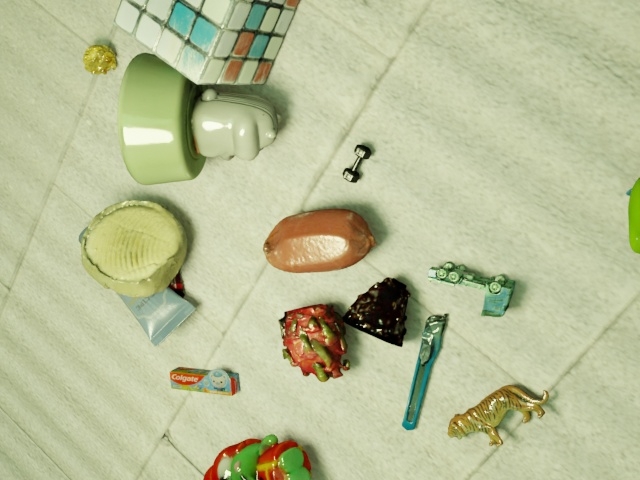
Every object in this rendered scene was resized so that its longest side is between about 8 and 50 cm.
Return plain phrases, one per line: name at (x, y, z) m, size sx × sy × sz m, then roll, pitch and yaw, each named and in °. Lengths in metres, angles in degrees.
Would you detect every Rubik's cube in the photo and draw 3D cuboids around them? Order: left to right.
Rubik's cube at (-0.227, -0.494, 1.389) m, size 0.256 × 0.253 × 0.259 m, roll 35°, pitch 112°, yaw 16°

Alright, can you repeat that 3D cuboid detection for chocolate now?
chocolate at (-0.436, 0.120, 1.748) m, size 0.182 × 0.028 × 0.086 m, roll -4°, pitch 96°, yaw 29°
chocolate at (0.139, 0.145, 1.438) m, size 0.156 × 0.156 × 0.133 m, roll 24°, pitch 81°, yaw 19°

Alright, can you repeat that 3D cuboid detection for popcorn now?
popcorn at (-0.552, -0.449, 1.657) m, size 0.082 × 0.083 × 0.057 m, roll -21°, pitch 58°, yaw -4°

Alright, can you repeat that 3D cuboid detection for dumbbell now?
dumbbell at (0.078, -0.166, 1.434) m, size 0.035 × 0.040 × 0.083 m, roll 22°, pitch 113°, yaw -12°

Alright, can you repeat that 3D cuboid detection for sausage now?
sausage at (0.000, 0.000, 1.455) m, size 0.254 × 0.148 × 0.148 m, roll -1°, pitch 100°, yaw 30°

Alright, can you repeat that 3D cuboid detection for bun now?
bun at (-0.454, 0.027, 1.630) m, size 0.259 × 0.259 × 0.152 m, roll 33°, pitch 151°, yaw 16°

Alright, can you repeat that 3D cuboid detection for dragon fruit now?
dragon fruit at (-0.011, 0.234, 1.503) m, size 0.160 × 0.166 × 0.172 m, roll -11°, pitch 84°, yaw -11°

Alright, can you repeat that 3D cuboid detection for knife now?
knife at (0.227, 0.294, 1.467) m, size 0.044 × 0.026 × 0.297 m, roll 13°, pitch 106°, yaw 10°

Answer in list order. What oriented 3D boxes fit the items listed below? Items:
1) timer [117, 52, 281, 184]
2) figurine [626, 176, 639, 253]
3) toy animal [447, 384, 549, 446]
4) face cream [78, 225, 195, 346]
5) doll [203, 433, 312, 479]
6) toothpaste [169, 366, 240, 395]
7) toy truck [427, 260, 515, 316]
timer at (-0.247, -0.259, 1.470) m, size 0.315 × 0.291 × 0.291 m, roll 4°, pitch 104°, yaw 4°
figurine at (0.622, -0.095, 1.138) m, size 0.162 × 0.143 × 0.264 m, roll 15°, pitch 96°, yaw 16°
toy animal at (0.371, 0.370, 1.397) m, size 0.099 × 0.056 × 0.241 m, roll 49°, pitch 117°, yaw 9°
face cream at (-0.491, 0.100, 1.715) m, size 0.135 × 0.086 × 0.385 m, roll -45°, pitch 68°, yaw -9°
doll at (-0.178, 0.590, 1.651) m, size 0.362 × 0.160 × 0.183 m, roll -25°, pitch 89°, yaw 30°
toothpaste at (-0.303, 0.356, 1.725) m, size 0.193 × 0.044 × 0.070 m, roll 0°, pitch 100°, yaw 25°
toy truck at (0.306, 0.101, 1.365) m, size 0.175 × 0.067 × 0.081 m, roll 14°, pitch 107°, yaw 23°
